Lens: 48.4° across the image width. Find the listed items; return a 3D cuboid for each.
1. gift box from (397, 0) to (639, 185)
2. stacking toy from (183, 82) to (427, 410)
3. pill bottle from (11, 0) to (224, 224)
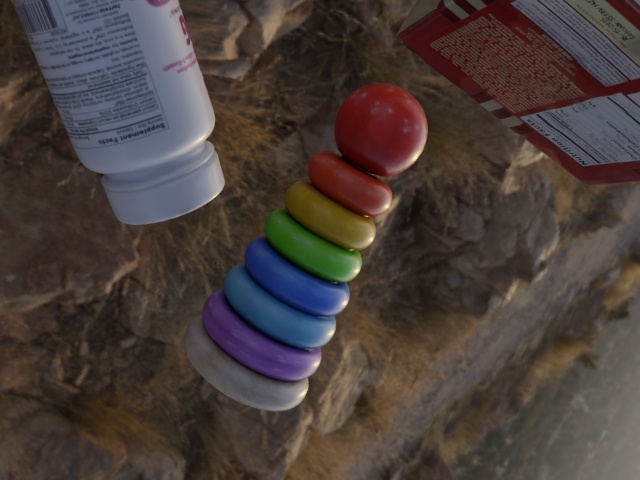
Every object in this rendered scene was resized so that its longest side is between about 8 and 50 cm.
[{"bbox_3d":[0.251,-0.201,0.485,0.255,0.276,0.258,34,81,-19],"label":"gift box"},{"bbox_3d":[0.000,0.000,0.702,0.141,0.141,0.330,14,111,-56],"label":"stacking toy"},{"bbox_3d":[-0.210,-0.171,0.779,0.160,0.160,0.283,-35,123,-35],"label":"pill bottle"}]
